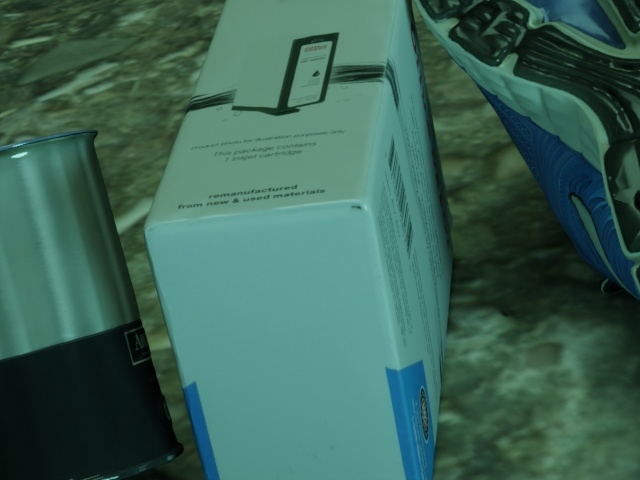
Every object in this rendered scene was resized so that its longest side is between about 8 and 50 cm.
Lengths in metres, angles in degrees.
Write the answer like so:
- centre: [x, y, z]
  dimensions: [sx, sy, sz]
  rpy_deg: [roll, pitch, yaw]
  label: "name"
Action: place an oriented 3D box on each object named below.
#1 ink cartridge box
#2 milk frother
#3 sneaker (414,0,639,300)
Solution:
- centre: [0.000, 0.000, 0.741]
  dimensions: [0.086, 0.148, 0.203]
  rpy_deg: [-6, 30, 10]
  label: "ink cartridge box"
- centre: [-0.143, 0.040, 0.729]
  dimensions: [0.143, 0.134, 0.129]
  rpy_deg: [-15, 0, -14]
  label: "milk frother"
- centre: [0.166, -0.022, 0.743]
  dimensions: [0.130, 0.147, 0.330]
  rpy_deg: [-36, 54, 4]
  label: "sneaker"
